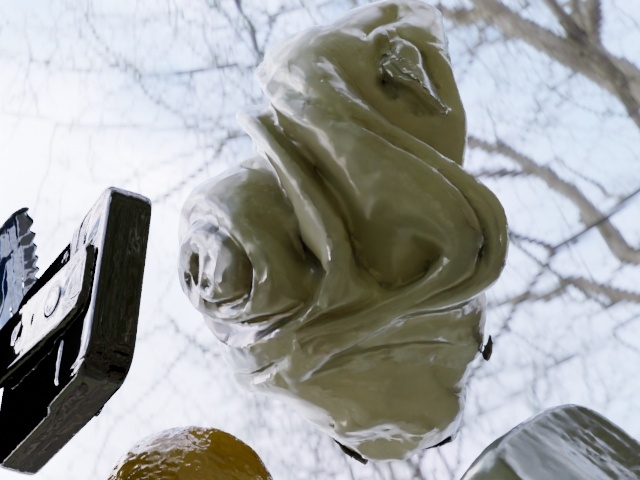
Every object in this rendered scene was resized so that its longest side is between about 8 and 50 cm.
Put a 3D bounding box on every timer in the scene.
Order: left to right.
[{"bbox_3d":[-0.172,0.062,1.173,0.055,0.144,0.187,18,-37,-23],"label":"timer"}]

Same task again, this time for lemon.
[{"bbox_3d":[-0.099,0.214,1.272,0.142,0.187,0.142,3,-53,4],"label":"lemon"}]

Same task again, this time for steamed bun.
[{"bbox_3d":[0.000,0.000,1.469,0.237,0.346,0.394,-4,-87,-12],"label":"steamed bun"}]

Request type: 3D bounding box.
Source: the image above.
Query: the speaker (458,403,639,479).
[{"bbox_3d":[0.235,0.294,1.128,0.406,0.183,0.184,38,-63,19],"label":"speaker"}]

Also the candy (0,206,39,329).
[{"bbox_3d":[-0.320,0.116,1.293,0.077,0.331,0.187,40,-28,14],"label":"candy"}]
